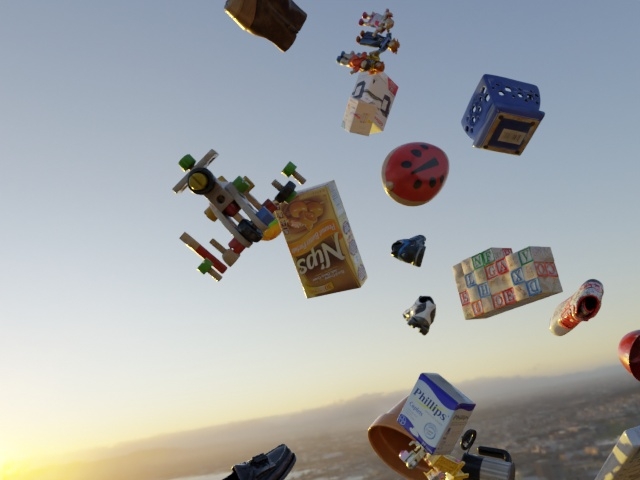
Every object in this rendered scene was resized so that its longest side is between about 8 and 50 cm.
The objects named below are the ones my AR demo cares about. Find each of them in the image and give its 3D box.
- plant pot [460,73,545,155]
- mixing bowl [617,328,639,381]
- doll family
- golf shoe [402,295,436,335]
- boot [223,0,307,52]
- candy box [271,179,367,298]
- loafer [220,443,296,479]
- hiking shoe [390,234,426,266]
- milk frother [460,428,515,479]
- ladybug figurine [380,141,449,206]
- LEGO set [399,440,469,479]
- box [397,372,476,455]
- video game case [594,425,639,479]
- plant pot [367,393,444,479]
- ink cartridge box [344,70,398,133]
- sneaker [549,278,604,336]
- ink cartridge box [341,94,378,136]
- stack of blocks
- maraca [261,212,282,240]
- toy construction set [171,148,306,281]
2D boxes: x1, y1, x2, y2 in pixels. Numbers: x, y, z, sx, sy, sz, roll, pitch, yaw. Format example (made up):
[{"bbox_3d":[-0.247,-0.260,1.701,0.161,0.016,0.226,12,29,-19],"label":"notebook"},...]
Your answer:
[{"bbox_3d":[0.694,-0.459,2.112,0.235,0.212,0.236,9,-45,-9],"label":"plant pot"},{"bbox_3d":[1.041,0.361,1.812,0.181,0.182,0.098,-6,7,-12],"label":"mixing bowl"},{"bbox_3d":[0.192,-0.686,1.992,0.163,0.263,0.118,29,-1,33],"label":"doll family"},{"bbox_3d":[0.271,0.189,1.467,0.077,0.094,0.198,29,2,0],"label":"golf shoe"},{"bbox_3d":[-0.117,-0.644,1.444,0.206,0.090,0.249,21,-77,-38],"label":"boot"},{"bbox_3d":[0.000,0.000,1.643,0.182,0.317,0.087,-14,12,25],"label":"candy box"},{"bbox_3d":[-0.186,0.549,1.237,0.302,0.095,0.109,-35,8,-28],"label":"loafer"},{"bbox_3d":[0.360,0.024,2.295,0.132,0.113,0.304,16,9,6],"label":"hiking shoe"},{"bbox_3d":[0.458,0.605,1.536,0.134,0.129,0.143,1,-44,31],"label":"milk frother"},{"bbox_3d":[0.463,-0.326,2.630,0.449,0.305,0.162,-33,3,-39],"label":"ladybug figurine"},{"bbox_3d":[0.306,0.601,1.471,0.132,0.107,0.287,-33,-60,-5],"label":"LEGO set"},{"bbox_3d":[0.260,0.390,1.263,0.072,0.137,0.126,15,13,-39],"label":"box"},{"bbox_3d":[0.682,0.384,1.040,0.299,0.036,0.329,-17,-40,1],"label":"video game case"},{"bbox_3d":[0.340,0.683,1.975,0.203,0.291,0.291,-44,6,-37],"label":"plant pot"},{"bbox_3d":[0.223,-0.609,2.422,0.100,0.237,0.172,3,-22,47],"label":"ink cartridge box"},{"bbox_3d":[0.909,0.264,2.002,0.145,0.090,0.270,-35,-22,-57],"label":"sneaker"},{"bbox_3d":[0.153,-0.493,2.173,0.089,0.143,0.092,7,22,-25],"label":"ink cartridge box"},{"bbox_3d":[0.519,0.107,1.581,0.087,0.171,0.297,1,-21,-29],"label":"stack of blocks"},{"bbox_3d":[-0.177,-0.054,1.905,0.127,0.099,0.186,-29,8,9],"label":"maraca"},{"bbox_3d":[-0.237,-0.077,1.272,0.309,0.237,0.257,-44,10,30],"label":"toy construction set"}]
